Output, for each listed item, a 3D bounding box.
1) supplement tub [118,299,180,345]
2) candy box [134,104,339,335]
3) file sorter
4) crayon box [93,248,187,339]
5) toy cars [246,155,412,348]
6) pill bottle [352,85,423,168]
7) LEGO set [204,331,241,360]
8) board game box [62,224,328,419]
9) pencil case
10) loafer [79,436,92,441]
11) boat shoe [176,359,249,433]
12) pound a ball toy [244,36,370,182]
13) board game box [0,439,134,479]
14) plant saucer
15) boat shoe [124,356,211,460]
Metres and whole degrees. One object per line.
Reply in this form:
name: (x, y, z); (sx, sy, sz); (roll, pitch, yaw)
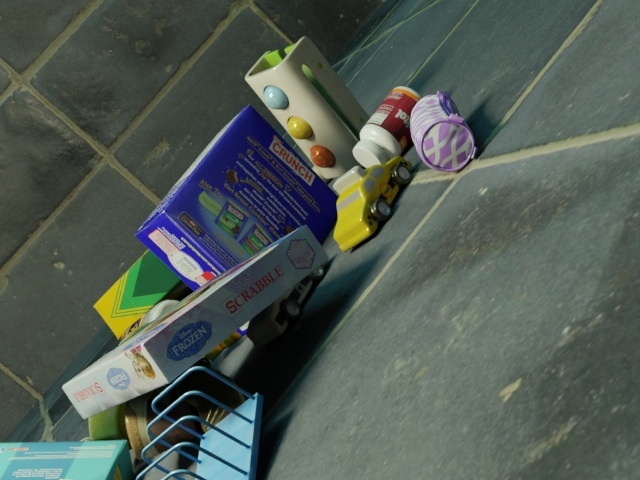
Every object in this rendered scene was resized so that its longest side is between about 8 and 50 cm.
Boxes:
supplement tub: (-0.345, 0.210, 2.123); (0.190, 0.117, 0.117); (-37, 16, 44)
candy box: (-0.133, -0.040, 1.803); (0.122, 0.268, 0.317); (-29, 21, 47)
file sorter: (-0.150, 0.258, 1.220); (0.118, 0.104, 0.170); (-42, 27, 30)
crayon box: (-0.295, 0.045, 2.288); (0.313, 0.106, 0.363); (-42, -5, 30)
toy cars: (0.000, 0.000, 1.641); (0.394, 0.087, 0.176); (-48, 11, -1)
pill bottle: (0.127, -0.200, 1.838); (0.152, 0.086, 0.086); (-53, 13, -20)
LEGO set: (-0.197, 0.157, 1.857); (0.093, 0.087, 0.227); (-47, 18, 17)
board game box: (-0.186, 0.122, 1.472); (0.318, 0.066, 0.318); (-37, 5, -37)
pencil case: (0.181, -0.167, 1.529); (0.206, 0.086, 0.088); (-94, 14, -72)
loafer: (-0.522, 0.463, 2.121); (0.125, 0.045, 0.039); (-43, 19, 10)
boat shoe: (-0.130, 0.227, 1.404); (0.080, 0.073, 0.223); (-62, 31, 0)
pound a ball toy: (-0.032, -0.234, 2.066); (0.208, 0.319, 0.136); (-9, 38, 47)
board game box: (-0.456, 0.435, 1.542); (0.253, 0.079, 0.336); (-3, 24, 8)
plant saucer: (-0.306, 0.259, 1.739); (0.241, 0.037, 0.241); (-46, -34, -46)
boat shoe: (-0.212, 0.247, 1.602); (0.123, 0.123, 0.342); (-16, 5, 5)
